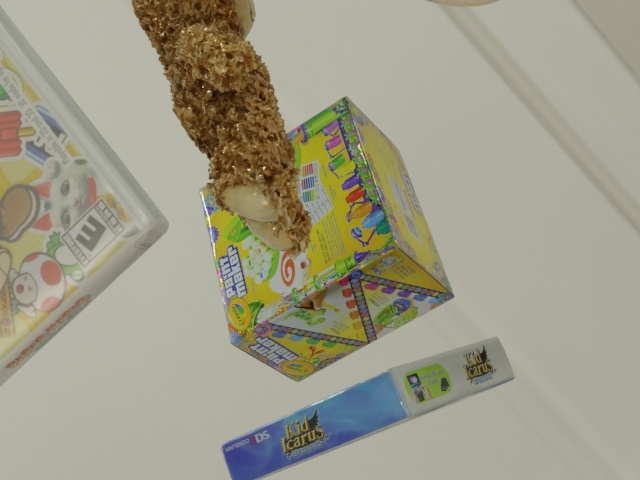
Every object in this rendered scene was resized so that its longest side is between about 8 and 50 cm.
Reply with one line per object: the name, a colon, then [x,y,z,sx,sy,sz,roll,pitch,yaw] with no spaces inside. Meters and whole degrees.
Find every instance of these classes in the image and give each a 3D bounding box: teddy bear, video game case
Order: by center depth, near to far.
video game case: [-0.218,-0.024,0.541,0.206,0.227,0.026,-42,-15,9]
teddy bear: [-0.082,-0.141,1.052,0.113,0.245,0.338,-27,52,6]
video game case: [0.057,0.201,1.232,0.269,0.061,0.244,-29,-14,34]

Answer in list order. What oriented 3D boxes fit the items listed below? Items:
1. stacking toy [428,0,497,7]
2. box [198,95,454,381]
stacking toy: [0.237,-0.428,0.903,0.480,0.350,0.350,-9,36,53]
box: [0.000,0.000,1.524,0.279,0.177,0.290,-30,51,18]
